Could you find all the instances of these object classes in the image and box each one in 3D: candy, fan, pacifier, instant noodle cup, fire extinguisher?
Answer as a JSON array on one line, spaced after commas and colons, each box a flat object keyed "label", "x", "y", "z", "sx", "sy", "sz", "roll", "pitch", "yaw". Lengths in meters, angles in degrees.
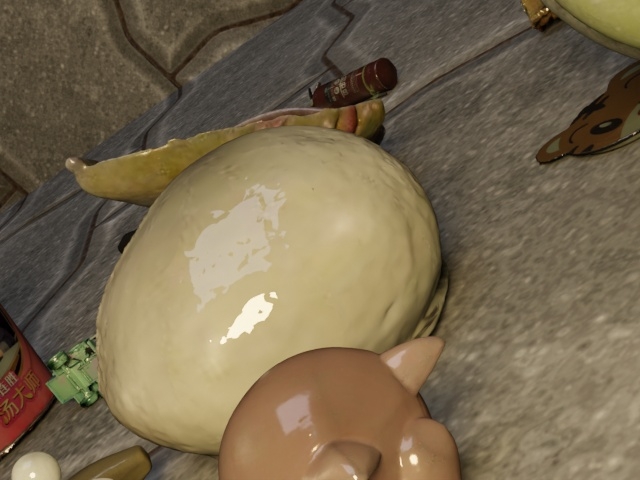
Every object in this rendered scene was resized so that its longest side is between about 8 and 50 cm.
[{"label": "candy", "x": -0.047, "y": 0.027, "z": 0.858, "sx": 0.295, "sy": 0.185, "sz": 0.295, "roll": -28, "pitch": 21, "yaw": 11}, {"label": "fan", "x": 0.267, "y": -0.110, "z": 0.896, "sx": 0.152, "sy": 0.008, "sz": 0.226, "roll": -41, "pitch": 16, "yaw": -19}, {"label": "pacifier", "x": -0.160, "y": 0.161, "z": 0.692, "sx": 0.081, "sy": 0.078, "sz": 0.099, "roll": -28, "pitch": 20, "yaw": -11}, {"label": "instant noodle cup", "x": -0.418, "y": 0.117, "z": 1.235, "sx": 0.244, "sy": 0.255, "sz": 0.244, "roll": -34, "pitch": 16, "yaw": 11}, {"label": "fire extinguisher", "x": 0.035, "y": -0.196, "z": 1.545, "sx": 0.158, "sy": 0.043, "sz": 0.064, "roll": -18, "pitch": 67, "yaw": 49}]

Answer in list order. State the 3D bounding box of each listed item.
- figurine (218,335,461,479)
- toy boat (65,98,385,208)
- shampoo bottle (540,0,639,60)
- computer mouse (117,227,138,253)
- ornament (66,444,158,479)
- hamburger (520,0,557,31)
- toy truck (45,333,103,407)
[{"label": "figurine", "x": 0.008, "y": 0.118, "z": 0.625, "sx": 0.138, "sy": 0.125, "sz": 0.125, "roll": -44, "pitch": 8, "yaw": 40}, {"label": "toy boat", "x": -0.064, "y": -0.074, "z": 1.152, "sx": 0.276, "sy": 0.111, "sz": 0.293, "roll": -17, "pitch": -2, "yaw": 9}, {"label": "shampoo bottle", "x": 0.273, "y": -0.284, "z": 0.806, "sx": 0.322, "sy": 0.322, "sz": 0.317, "roll": -28, "pitch": 11, "yaw": 28}, {"label": "computer mouse", "x": -0.119, "y": 0.014, "z": 1.196, "sx": 0.172, "sy": 0.057, "sz": 0.099, "roll": -3, "pitch": -14, "yaw": -9}, {"label": "ornament", "x": -0.145, "y": 0.210, "z": 0.763, "sx": 0.245, "sy": 0.061, "sz": 0.230, "roll": -16, "pitch": 25, "yaw": 40}, {"label": "hamburger", "x": 0.272, "y": -0.310, "z": 1.292, "sx": 0.102, "sy": 0.087, "sz": 0.176, "roll": -28, "pitch": 16, "yaw": 32}, {"label": "toy truck", "x": -0.195, "y": 0.103, "z": 1.170, "sx": 0.175, "sy": 0.067, "sz": 0.081, "roll": -33, "pitch": 11, "yaw": 23}]
